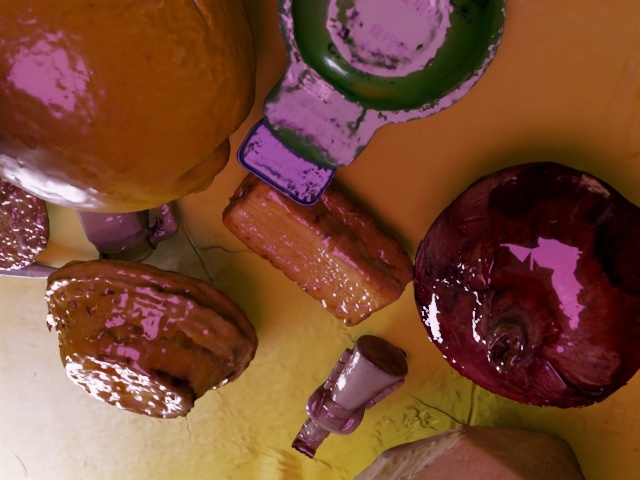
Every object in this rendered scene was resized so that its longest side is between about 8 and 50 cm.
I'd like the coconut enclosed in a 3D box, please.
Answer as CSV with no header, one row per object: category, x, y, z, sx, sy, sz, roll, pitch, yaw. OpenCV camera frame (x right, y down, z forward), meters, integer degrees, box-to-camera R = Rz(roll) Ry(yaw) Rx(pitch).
coconut,0.174,0.395,0.936,0.415,0.415,0.345,-36,97,34

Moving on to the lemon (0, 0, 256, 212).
lemon,-0.198,-0.169,0.690,0.297,0.297,0.297,9,126,12

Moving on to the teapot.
teapot,-0.234,-0.070,0.900,0.107,0.077,0.200,-13,121,2

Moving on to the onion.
onion,0.205,0.055,0.753,0.252,0.219,0.252,10,120,19

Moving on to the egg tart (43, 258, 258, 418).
egg tart,-0.215,0.132,0.961,0.294,0.123,0.294,8,146,6

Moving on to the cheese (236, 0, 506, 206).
cheese,0.036,-0.171,0.718,0.204,0.083,0.320,34,118,-7

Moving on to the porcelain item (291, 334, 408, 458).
porcelain item,0.028,0.208,1.019,0.084,0.054,0.213,33,127,-3

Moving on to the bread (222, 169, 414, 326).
bread,0.000,0.000,0.864,0.211,0.083,0.114,42,131,-13

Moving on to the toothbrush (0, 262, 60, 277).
toothbrush,-0.406,0.041,1.058,0.342,0.030,0.025,6,121,16

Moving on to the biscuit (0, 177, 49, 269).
biscuit,-0.431,-0.056,0.991,0.219,0.033,0.220,11,123,18
